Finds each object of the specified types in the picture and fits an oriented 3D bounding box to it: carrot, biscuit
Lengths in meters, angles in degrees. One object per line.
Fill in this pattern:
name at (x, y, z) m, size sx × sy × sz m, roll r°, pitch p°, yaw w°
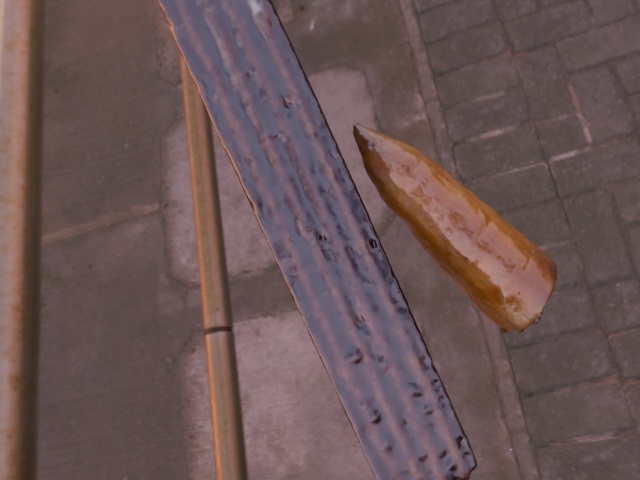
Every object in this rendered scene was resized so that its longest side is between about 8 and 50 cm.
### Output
carrot at (0.099, -0.019, 0.477) m, size 0.205 × 0.072 × 0.072 m, roll 44°, pitch 88°, yaw -8°
biscuit at (0.000, 0.000, 0.442) m, size 0.073 × 0.107 × 0.388 m, roll -24°, pitch 93°, yaw -1°
